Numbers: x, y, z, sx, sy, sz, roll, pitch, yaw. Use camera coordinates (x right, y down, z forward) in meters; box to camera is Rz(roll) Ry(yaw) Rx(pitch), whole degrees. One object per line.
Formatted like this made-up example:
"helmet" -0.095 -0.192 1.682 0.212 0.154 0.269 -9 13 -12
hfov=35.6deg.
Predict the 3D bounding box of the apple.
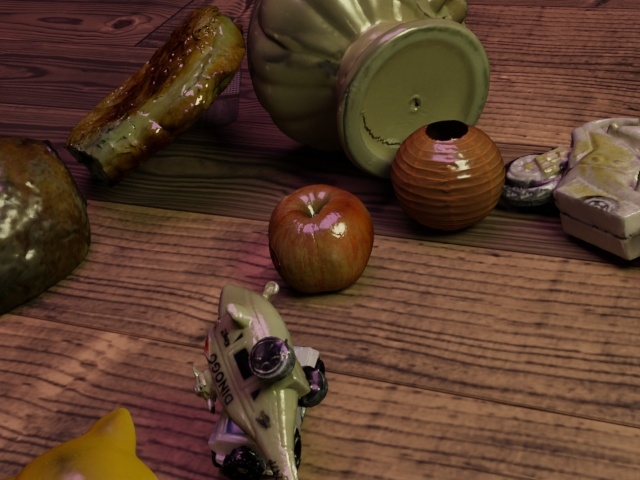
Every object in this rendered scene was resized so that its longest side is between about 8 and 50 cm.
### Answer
"apple" 0.002 -0.002 1.140 0.126 0.102 0.126 -10 36 7

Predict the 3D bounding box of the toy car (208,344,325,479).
"toy car" -0.052 0.157 0.941 0.080 0.070 0.171 2 34 14

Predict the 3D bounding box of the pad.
"pad" -0.139 -0.269 1.615 0.323 0.055 0.250 -23 31 11

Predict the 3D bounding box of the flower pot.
"flower pot" 0.075 -0.229 1.295 0.307 0.308 0.244 -19 42 -16

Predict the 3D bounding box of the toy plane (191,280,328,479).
"toy plane" -0.043 0.156 0.840 0.108 0.092 0.286 -30 57 7

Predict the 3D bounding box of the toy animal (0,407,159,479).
"toy animal" -0.173 0.245 0.777 0.156 0.156 0.230 -24 40 -22

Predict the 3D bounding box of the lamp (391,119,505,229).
"lamp" 0.153 -0.077 1.196 0.136 0.136 0.136 -6 33 4

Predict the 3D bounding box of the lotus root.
"lotus root" -0.434 -0.001 1.183 0.314 0.210 0.142 -31 26 -10

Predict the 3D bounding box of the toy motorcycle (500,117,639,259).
"toy motorcycle" 0.377 -0.069 1.153 0.222 0.108 0.340 -31 32 -21

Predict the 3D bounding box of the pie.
"pie" -0.217 -0.197 1.365 0.288 0.103 0.354 -47 18 -7
